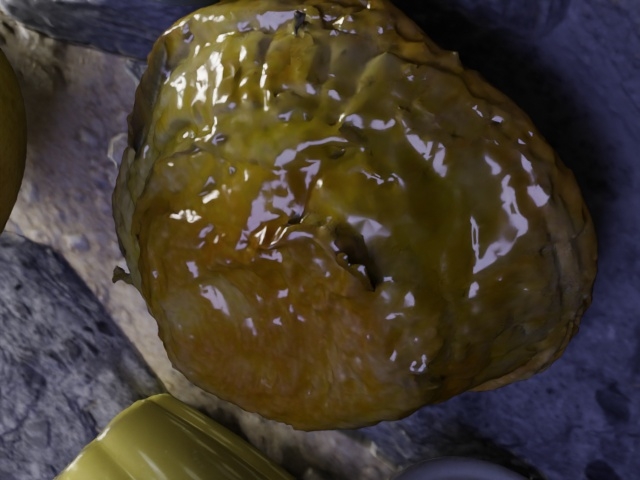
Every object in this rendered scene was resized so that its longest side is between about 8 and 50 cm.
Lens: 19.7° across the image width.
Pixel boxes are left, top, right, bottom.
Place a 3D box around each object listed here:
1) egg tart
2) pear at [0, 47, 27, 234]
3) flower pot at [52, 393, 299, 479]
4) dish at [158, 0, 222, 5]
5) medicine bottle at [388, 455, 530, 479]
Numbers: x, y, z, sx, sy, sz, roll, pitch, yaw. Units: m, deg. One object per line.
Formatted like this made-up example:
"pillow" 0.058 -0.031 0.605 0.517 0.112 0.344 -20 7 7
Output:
"egg tart" 0.000 0.000 1.166 0.351 0.153 0.339 14 137 22
"pear" -0.351 -0.067 1.255 0.314 0.314 0.314 18 134 20
"flower pot" -0.111 0.225 1.436 0.179 0.195 0.195 45 138 10
"dish" -0.083 -0.236 1.087 0.182 0.080 0.243 -1 124 34
"medicine bottle" 0.048 0.333 1.393 0.211 0.211 0.371 36 138 2
